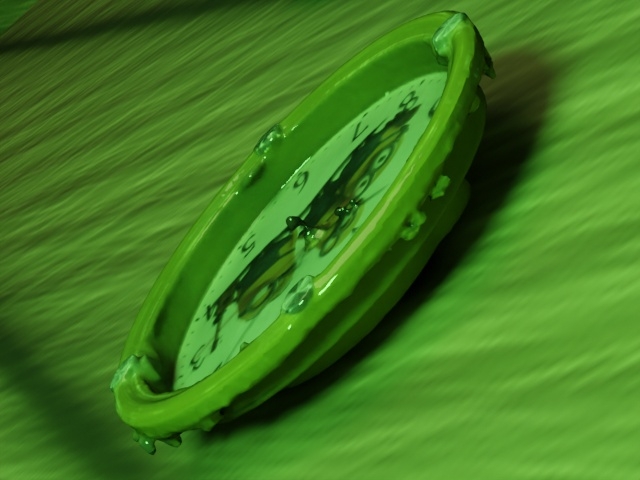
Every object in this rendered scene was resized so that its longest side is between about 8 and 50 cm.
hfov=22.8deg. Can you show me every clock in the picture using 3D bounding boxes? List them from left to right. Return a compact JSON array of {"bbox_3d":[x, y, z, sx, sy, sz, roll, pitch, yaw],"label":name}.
[{"bbox_3d":[0.000,0.000,0.707,0.237,0.057,0.237,-43,18,18],"label":"clock"}]
